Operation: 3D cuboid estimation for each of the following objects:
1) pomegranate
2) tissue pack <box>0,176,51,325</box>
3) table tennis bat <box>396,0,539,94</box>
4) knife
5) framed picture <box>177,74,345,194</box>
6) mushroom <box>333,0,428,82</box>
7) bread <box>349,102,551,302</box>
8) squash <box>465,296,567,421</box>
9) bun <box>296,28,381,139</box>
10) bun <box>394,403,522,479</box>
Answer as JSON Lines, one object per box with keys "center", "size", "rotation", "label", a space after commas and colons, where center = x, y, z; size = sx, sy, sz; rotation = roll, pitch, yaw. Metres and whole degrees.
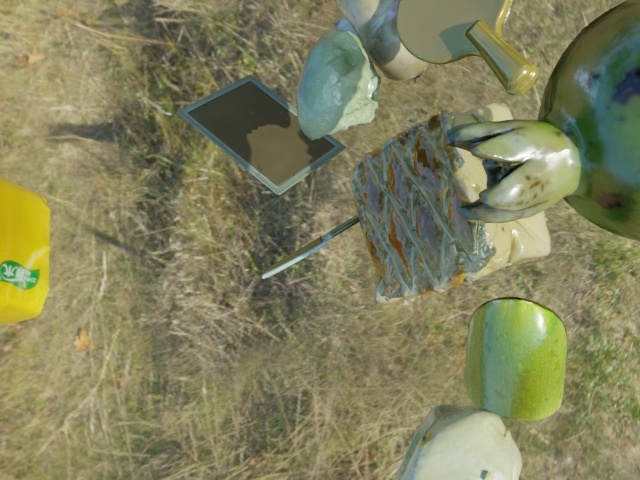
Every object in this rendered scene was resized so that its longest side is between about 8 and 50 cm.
{"center": [0.277, -0.107, 0.576], "size": [0.242, 0.306, 0.242], "rotation": [22, 116, 59], "label": "pomegranate"}
{"center": [-0.596, -0.001, 0.833], "size": [0.293, 0.382, 0.228], "rotation": [-12, 72, 17], "label": "tissue pack"}
{"center": [0.237, -0.346, 1.032], "size": [0.198, 0.050, 0.320], "rotation": [-41, 57, 18], "label": "table tennis bat"}
{"center": [0.000, 0.000, 1.617], "size": [0.343, 0.061, 0.027], "rotation": [-31, 107, -2], "label": "knife"}
{"center": [-0.124, -0.232, 1.389], "size": [0.296, 0.232, 0.019], "rotation": [40, 141, 15], "label": "framed picture"}
{"center": [0.129, -0.423, 1.276], "size": [0.184, 0.255, 0.254], "rotation": [-26, 78, 11], "label": "mushroom"}
{"center": [0.281, -0.080, 1.503], "size": [0.371, 0.279, 0.390], "rotation": [-21, 80, 50], "label": "bread"}
{"center": [0.458, 0.245, 1.527], "size": [0.234, 0.210, 0.308], "rotation": [5, 112, 24], "label": "squash"}
{"center": [0.040, -0.273, 1.180], "size": [0.127, 0.204, 0.212], "rotation": [11, 55, 16], "label": "bun"}
{"center": [0.169, 0.307, 0.813], "size": [0.145, 0.229, 0.229], "rotation": [22, 101, 9], "label": "bun"}
